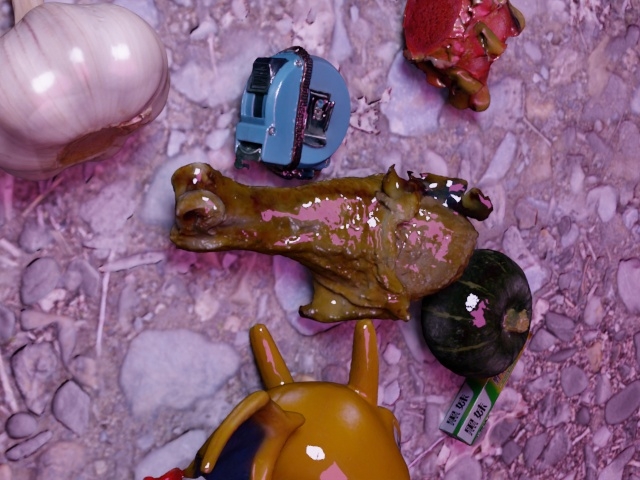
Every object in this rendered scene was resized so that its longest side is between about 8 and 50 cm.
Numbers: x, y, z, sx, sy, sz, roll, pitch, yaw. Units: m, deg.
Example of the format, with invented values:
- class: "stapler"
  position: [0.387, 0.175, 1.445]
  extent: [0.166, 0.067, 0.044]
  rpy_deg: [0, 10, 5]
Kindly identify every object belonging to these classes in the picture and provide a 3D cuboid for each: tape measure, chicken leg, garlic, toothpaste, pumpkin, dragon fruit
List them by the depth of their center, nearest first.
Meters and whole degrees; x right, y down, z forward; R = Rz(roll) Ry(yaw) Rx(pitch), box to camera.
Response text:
- class: "garlic"
  position: [-0.248, -0.182, 0.833]
  extent: [0.199, 0.199, 0.226]
  rpy_deg: [-23, 83, -28]
- class: "tape measure"
  position: [-0.028, -0.140, 1.019]
  extent: [0.125, 0.081, 0.146]
  rpy_deg: [3, 99, -43]
- class: "chicken leg"
  position: [0.002, 0.006, 1.036]
  extent: [0.360, 0.140, 0.212]
  rpy_deg: [0, 121, -19]
- class: "dragon fruit"
  position: [0.169, -0.240, 1.107]
  extent: [0.150, 0.133, 0.208]
  rpy_deg: [-22, 129, -1]
- class: "pumpkin"
  position: [0.203, 0.092, 1.176]
  extent: [0.167, 0.125, 0.167]
  rpy_deg: [2, 87, -28]
- class: "toothpaste"
  position: [0.226, 0.191, 1.254]
  extent: [0.037, 0.043, 0.179]
  rpy_deg: [38, 77, -30]

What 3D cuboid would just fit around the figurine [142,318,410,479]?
- class: "figurine"
  position: [-0.040, 0.278, 0.931]
  extent: [0.387, 0.268, 0.401]
  rpy_deg: [-53, 164, -51]
